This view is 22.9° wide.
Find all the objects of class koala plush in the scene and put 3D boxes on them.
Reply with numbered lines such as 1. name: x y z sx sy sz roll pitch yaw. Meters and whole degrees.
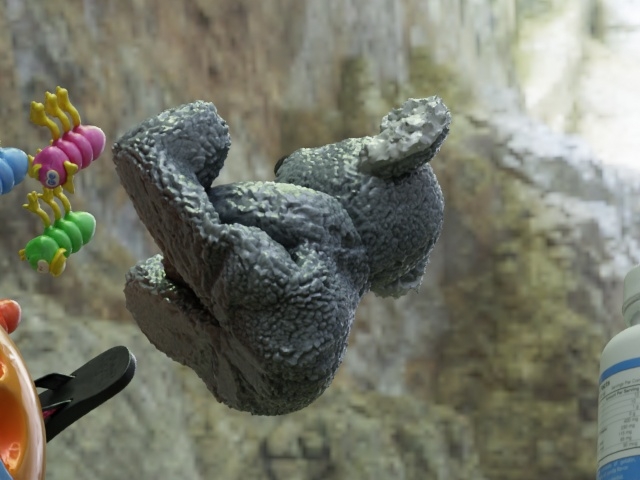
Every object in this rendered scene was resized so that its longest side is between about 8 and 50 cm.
1. koala plush: 0.000 0.000 1.103 0.221 0.203 0.196 -27 -38 -29

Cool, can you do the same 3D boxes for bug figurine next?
1. bug figurine: -0.275 -0.011 1.442 0.216 0.072 0.279 -46 -22 -42

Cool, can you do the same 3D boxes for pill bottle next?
1. pill bottle: 0.253 0.128 1.082 0.124 0.124 0.221 58 -145 -59

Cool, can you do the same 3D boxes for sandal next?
1. sandal: -0.233 0.137 1.313 0.040 0.179 0.067 46 -164 -34

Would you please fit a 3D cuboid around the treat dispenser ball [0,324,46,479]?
1. treat dispenser ball: -0.326 0.145 1.041 0.288 0.288 0.288 -1 -90 -73
